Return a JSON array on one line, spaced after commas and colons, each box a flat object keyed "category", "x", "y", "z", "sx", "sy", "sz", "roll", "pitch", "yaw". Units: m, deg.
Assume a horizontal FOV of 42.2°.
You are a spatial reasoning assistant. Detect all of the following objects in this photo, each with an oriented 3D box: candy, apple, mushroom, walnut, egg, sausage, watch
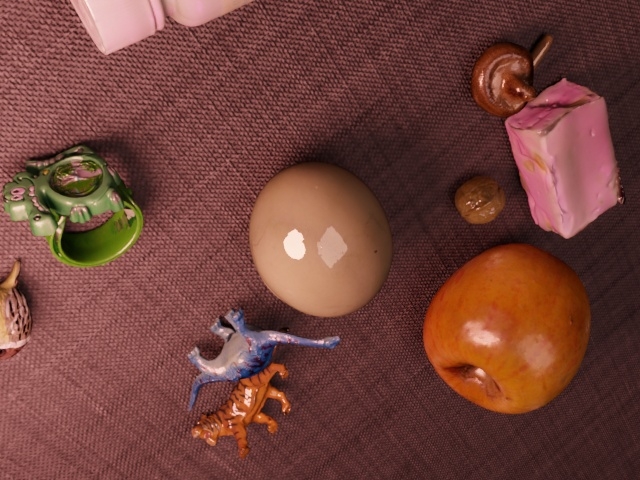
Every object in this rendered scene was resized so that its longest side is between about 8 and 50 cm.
[{"category": "candy", "x": 0.446, "y": -0.144, "z": 1.507, "sx": 0.155, "sy": 0.116, "sz": 0.265, "roll": -34, "pitch": 129, "yaw": -7}, {"category": "apple", "x": 0.346, "y": 0.157, "z": 1.530, "sx": 0.275, "sy": 0.299, "sz": 0.299, "roll": -58, "pitch": 136, "yaw": -30}, {"category": "mushroom", "x": 0.306, "y": -0.267, "z": 1.378, "sx": 0.109, "sy": 0.085, "sz": 0.126, "roll": 12, "pitch": 116, "yaw": 10}, {"category": "walnut", "x": 0.286, "y": -0.072, "z": 1.483, "sx": 0.092, "sy": 0.092, "sz": 0.092, "roll": -14, "pitch": 123, "yaw": -22}, {"category": "egg", "x": 0.000, "y": 0.000, "z": 1.278, "sx": 0.219, "sy": 0.219, "sz": 0.269, "roll": -31, "pitch": 124, "yaw": -10}, {"category": "sausage", "x": 0.356, "y": -0.296, "z": 1.427, "sx": 0.024, "sy": 0.024, "sz": 0.132, "roll": 27, "pitch": 102, "yaw": -38}, {"category": "watch", "x": -0.338, "y": -0.037, "z": 1.142, "sx": 0.165, "sy": 0.131, "sz": 0.152, "roll": -26, "pitch": 145, "yaw": -19}]

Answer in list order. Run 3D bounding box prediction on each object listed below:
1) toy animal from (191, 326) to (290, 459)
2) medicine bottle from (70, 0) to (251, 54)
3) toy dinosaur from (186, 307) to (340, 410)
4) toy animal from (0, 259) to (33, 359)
[{"category": "toy animal", "x": -0.112, "y": 0.256, "z": 1.453, "sx": 0.255, "sy": 0.116, "sz": 0.114, "roll": -62, "pitch": 158, "yaw": 8}, {"category": "medicine bottle", "x": -0.127, "y": -0.384, "z": 0.982, "sx": 0.379, "sy": 0.213, "sz": 0.213, "roll": -28, "pitch": 127, "yaw": -12}, {"category": "toy dinosaur", "x": -0.136, "y": 0.176, "z": 1.366, "sx": 0.329, "sy": 0.076, "sz": 0.144, "roll": -28, "pitch": 111, "yaw": 23}, {"category": "toy animal", "x": -0.442, "y": 0.104, "z": 1.173, "sx": 0.137, "sy": 0.098, "sz": 0.098, "roll": -56, "pitch": 132, "yaw": -18}]
